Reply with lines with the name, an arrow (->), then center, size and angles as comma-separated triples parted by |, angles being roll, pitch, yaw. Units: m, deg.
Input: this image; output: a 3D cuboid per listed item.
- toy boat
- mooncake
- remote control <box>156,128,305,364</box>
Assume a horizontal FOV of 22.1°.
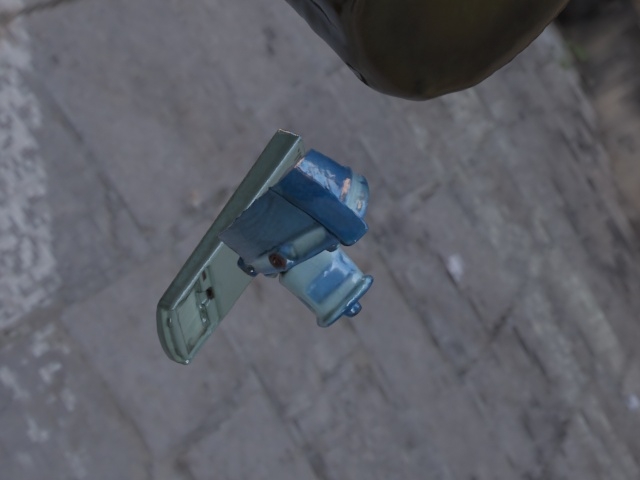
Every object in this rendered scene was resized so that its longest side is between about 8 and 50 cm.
toy boat -> 0.000, 0.000, 1.067 | 0.102, 0.088, 0.215 | 45, -10, -3
mooncake -> 0.088, -0.267, 1.293 | 0.161, 0.290, 0.290 | 44, 13, 32
remote control -> -0.099, 0.007, 1.845 | 0.285, 0.038, 0.123 | -56, 156, -28
